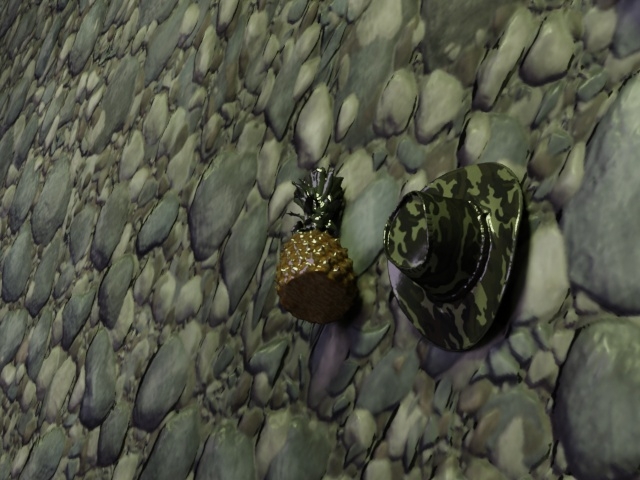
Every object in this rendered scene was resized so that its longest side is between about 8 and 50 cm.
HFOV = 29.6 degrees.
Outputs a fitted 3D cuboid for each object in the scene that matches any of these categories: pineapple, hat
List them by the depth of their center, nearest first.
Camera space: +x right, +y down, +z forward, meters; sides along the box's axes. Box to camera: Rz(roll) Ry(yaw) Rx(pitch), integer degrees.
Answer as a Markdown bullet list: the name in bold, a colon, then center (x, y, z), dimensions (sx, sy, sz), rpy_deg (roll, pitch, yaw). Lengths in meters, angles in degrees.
- **hat**: center (0.066, 0.003, 0.683), dimensions (0.121, 0.050, 0.121), rpy_deg (-34, 46, 45)
- **pineapple**: center (0.000, 0.000, 0.818), dimensions (0.058, 0.058, 0.124), rpy_deg (-49, 20, 34)
